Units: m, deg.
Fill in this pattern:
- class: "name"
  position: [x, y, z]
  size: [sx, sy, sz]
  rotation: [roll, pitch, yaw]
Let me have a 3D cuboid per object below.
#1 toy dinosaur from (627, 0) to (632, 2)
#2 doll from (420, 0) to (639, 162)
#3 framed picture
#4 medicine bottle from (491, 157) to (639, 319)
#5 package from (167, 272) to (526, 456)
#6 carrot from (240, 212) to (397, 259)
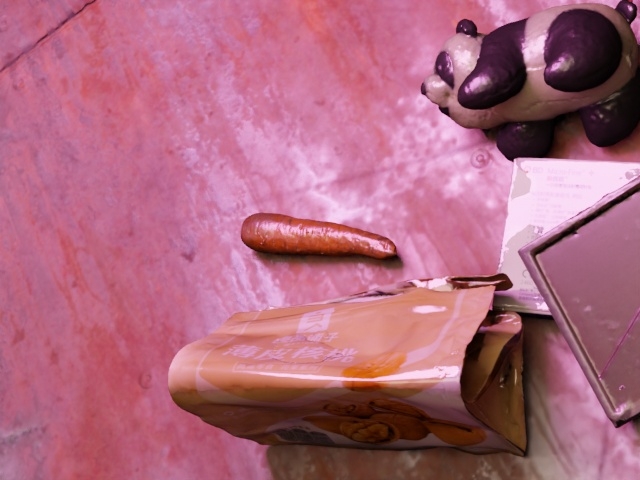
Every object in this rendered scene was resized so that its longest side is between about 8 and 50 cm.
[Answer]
- class: "toy dinosaur"
  position: [0.398, -0.384, 1.809]
  size: [0.286, 0.070, 0.139]
  rotation: [-40, 50, 12]
- class: "doll"
  position: [0.223, -0.169, 1.777]
  size: [0.234, 0.143, 0.135]
  rotation: [-14, 51, 23]
- class: "framed picture"
  position: [0.348, 0.025, 1.636]
  size: [0.281, 0.019, 0.209]
  rotation: [-33, 71, 22]
- class: "medicine bottle"
  position: [0.281, 0.000, 1.725]
  size: [0.201, 0.052, 0.171]
  rotation: [3, 78, 28]
- class: "package"
  position: [0.038, 0.113, 1.720]
  size: [0.311, 0.221, 0.165]
  rotation: [-4, 68, 26]
- class: "carrot"
  position: [0.000, 0.000, 1.877]
  size: [0.191, 0.047, 0.047]
  rotation: [8, 76, 24]
